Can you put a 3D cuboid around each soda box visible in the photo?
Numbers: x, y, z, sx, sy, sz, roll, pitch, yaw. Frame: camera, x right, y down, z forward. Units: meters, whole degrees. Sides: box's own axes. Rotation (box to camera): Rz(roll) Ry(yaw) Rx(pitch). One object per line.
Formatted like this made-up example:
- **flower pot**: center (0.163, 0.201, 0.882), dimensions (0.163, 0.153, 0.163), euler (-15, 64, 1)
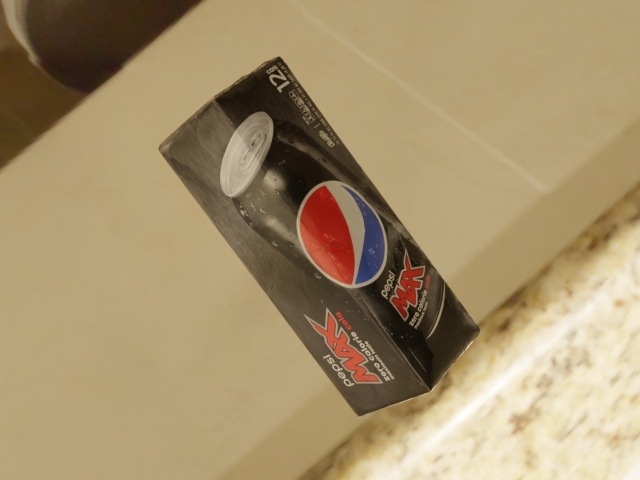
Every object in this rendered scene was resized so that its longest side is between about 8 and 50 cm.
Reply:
- **soda box**: center (0.000, 0.000, 0.511), dimensions (0.060, 0.169, 0.053), euler (-31, -172, 48)
